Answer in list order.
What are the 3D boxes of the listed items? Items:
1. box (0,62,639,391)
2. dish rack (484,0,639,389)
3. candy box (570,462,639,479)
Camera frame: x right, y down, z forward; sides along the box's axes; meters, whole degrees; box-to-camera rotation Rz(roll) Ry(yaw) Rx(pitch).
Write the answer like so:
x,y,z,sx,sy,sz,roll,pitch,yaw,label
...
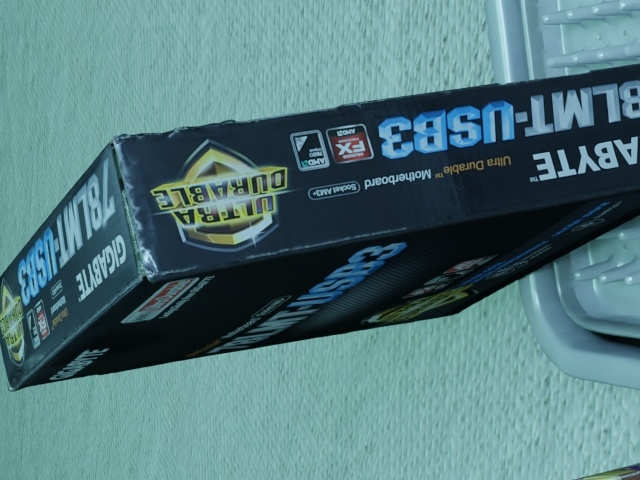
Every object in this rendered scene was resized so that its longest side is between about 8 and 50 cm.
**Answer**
x,y,z,sx,sy,sz,roll,pitch,yaw,label
0.000,0.000,0.821,0.295,0.293,0.073,-35,68,63,box
0.189,-0.087,0.813,0.285,0.072,0.333,3,101,64,dish rack
0.207,0.205,0.831,0.053,0.109,0.187,-29,73,64,candy box
